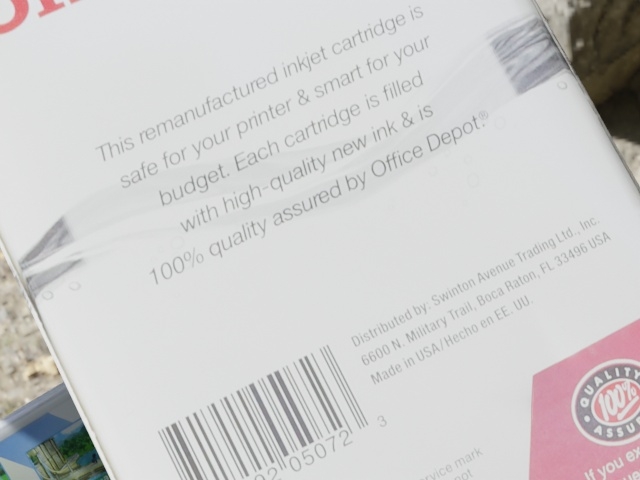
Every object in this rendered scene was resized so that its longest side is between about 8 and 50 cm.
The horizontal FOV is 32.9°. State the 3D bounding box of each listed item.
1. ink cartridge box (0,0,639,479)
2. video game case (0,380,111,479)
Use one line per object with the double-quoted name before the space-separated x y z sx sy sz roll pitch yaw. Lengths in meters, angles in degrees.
"ink cartridge box" 0.000 0.000 0.413 0.207 0.283 0.117 -26 -7 -9
"video game case" -0.146 0.253 0.668 0.329 0.299 0.036 -31 2 -27
